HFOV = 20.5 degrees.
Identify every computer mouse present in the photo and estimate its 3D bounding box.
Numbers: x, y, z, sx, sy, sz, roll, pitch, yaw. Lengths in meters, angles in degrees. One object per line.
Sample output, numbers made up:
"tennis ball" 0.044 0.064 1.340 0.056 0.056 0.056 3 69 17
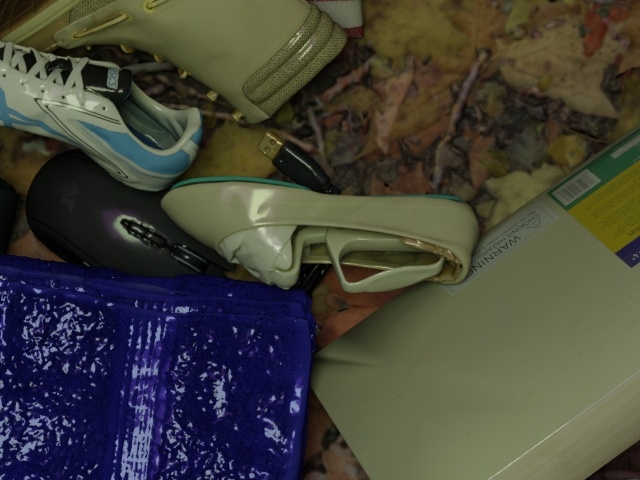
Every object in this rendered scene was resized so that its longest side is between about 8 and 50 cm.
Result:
"computer mouse" -0.105 -0.025 1.433 0.262 0.060 0.184 33 85 10

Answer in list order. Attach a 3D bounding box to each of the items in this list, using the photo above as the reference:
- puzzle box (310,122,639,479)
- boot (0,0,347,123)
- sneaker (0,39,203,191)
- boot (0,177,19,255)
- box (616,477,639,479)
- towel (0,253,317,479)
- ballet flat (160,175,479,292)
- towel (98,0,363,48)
"puzzle box" 0.196 0.049 1.299 0.409 0.272 0.052 -35 117 -1
"boot" -0.131 -0.161 1.420 0.262 0.203 0.095 -29 36 29
"sneaker" -0.199 -0.116 1.357 0.237 0.085 0.086 23 126 -21
"boot" -0.270 0.050 1.418 0.246 0.094 0.207 10 83 11
"box" 0.078 0.315 1.241 0.345 0.215 0.168 -7 123 1
"towel" -0.161 0.124 1.326 0.308 0.076 0.228 7 73 -9
"ballet flat" 0.000 0.000 1.362 0.248 0.086 0.086 2 80 -2
"towel" -0.089 -0.305 1.392 0.237 0.329 0.037 -1 35 6
